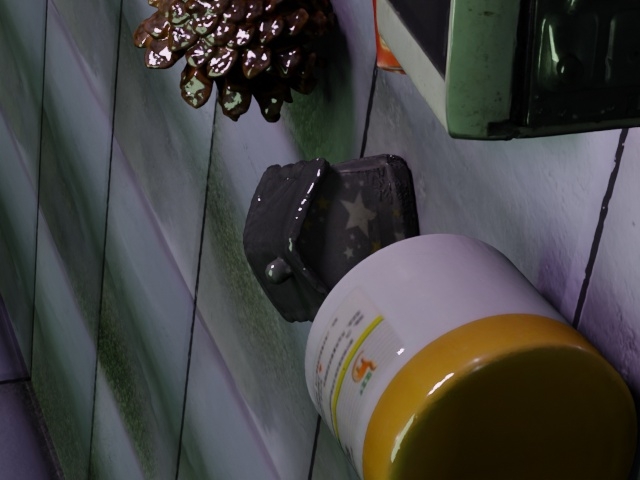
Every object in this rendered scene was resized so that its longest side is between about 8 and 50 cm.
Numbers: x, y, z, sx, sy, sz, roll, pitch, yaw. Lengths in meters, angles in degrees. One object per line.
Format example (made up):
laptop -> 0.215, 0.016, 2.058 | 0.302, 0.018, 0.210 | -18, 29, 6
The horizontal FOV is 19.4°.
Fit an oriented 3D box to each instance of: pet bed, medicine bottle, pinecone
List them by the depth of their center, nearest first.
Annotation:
medicine bottle -> 0.128, 0.145, 1.677 | 0.232, 0.238, 0.238 | -128, 37, -57
pet bed -> 0.000, 0.000, 2.098 | 0.211, 0.159, 0.183 | 177, 87, -69
pinecone -> -0.092, -0.238, 2.207 | 0.229, 0.201, 0.202 | 42, 107, 36

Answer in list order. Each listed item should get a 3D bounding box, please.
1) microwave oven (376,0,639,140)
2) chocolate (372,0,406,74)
microwave oven -> 0.204, -0.285, 1.204 | 0.247, 0.333, 0.394 | -125, 34, -59
chocolate -> 0.130, -0.267, 1.744 | 0.235, 0.108, 0.237 | -167, 73, -67
